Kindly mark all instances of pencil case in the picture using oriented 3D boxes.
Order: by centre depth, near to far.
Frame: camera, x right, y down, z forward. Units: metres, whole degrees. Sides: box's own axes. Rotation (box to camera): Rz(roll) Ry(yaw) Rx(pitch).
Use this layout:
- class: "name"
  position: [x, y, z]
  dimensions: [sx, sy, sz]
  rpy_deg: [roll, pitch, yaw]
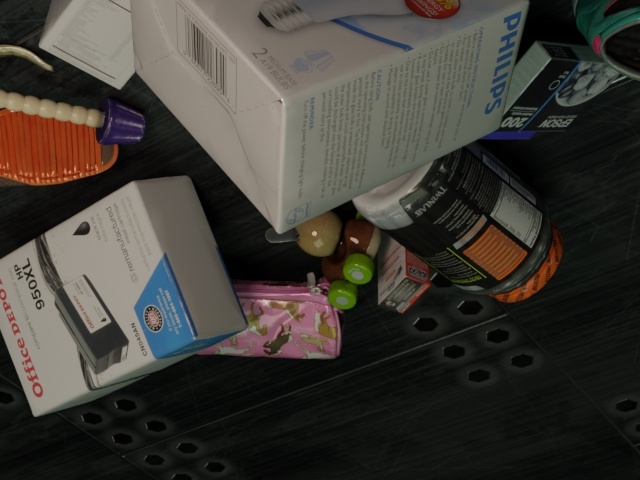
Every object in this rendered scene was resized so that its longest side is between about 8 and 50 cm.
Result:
- class: "pencil case"
  position: [-0.148, 0.134, 2.254]
  dimensions: [0.386, 0.160, 0.167]
  rpy_deg: [1, 100, 3]

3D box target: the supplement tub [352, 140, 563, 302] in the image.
- class: "supplement tub"
  position: [0.228, -0.047, 1.984]
  dimensions: [0.207, 0.207, 0.338]
  rpy_deg: [-31, 129, 32]

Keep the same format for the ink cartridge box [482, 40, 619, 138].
- class: "ink cartridge box"
  position: [0.328, -0.207, 1.830]
  dimensions: [0.206, 0.045, 0.208]
  rpy_deg: [-5, 146, -44]

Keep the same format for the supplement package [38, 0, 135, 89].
- class: "supplement package"
  position: [-0.267, -0.353, 1.710]
  dimensions: [0.139, 0.134, 0.244]
  rpy_deg: [28, 134, -26]

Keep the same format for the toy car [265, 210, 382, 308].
- class: "toy car"
  position: [0.000, 0.000, 2.103]
  dimensions: [0.188, 0.155, 0.149]
  rpy_deg: [22, 136, -7]

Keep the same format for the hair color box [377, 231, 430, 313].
- class: "hair color box"
  position: [0.142, 0.029, 2.106]
  dimensions: [0.053, 0.167, 0.093]
  rpy_deg: [21, 137, -20]

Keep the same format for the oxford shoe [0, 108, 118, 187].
- class: "oxford shoe"
  position: [-0.513, -0.145, 2.007]
  dimensions: [0.364, 0.130, 0.133]
  rpy_deg: [0, 172, -7]

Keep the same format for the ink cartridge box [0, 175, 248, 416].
- class: "ink cartridge box"
  position: [-0.361, 0.100, 2.105]
  dimensions: [0.395, 0.285, 0.166]
  rpy_deg: [-27, 172, 29]

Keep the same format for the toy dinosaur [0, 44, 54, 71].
- class: "toy dinosaur"
  position: [-0.551, -0.290, 1.859]
  dimensions: [0.268, 0.064, 0.118]
  rpy_deg: [-3, 153, 3]

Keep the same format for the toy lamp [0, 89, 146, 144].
- class: "toy lamp"
  position: [-0.409, -0.200, 1.916]
  dimensions: [0.275, 0.080, 0.080]
  rpy_deg: [8, 140, -24]

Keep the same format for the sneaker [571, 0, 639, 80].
- class: "sneaker"
  position: [0.503, -0.307, 1.688]
  dimensions: [0.296, 0.178, 0.124]
  rpy_deg: [-11, 137, 15]

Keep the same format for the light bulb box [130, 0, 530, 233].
- class: "light bulb box"
  position: [0.001, -0.256, 1.541]
  dimensions: [0.361, 0.358, 0.225]
  rpy_deg: [-26, 146, -25]
